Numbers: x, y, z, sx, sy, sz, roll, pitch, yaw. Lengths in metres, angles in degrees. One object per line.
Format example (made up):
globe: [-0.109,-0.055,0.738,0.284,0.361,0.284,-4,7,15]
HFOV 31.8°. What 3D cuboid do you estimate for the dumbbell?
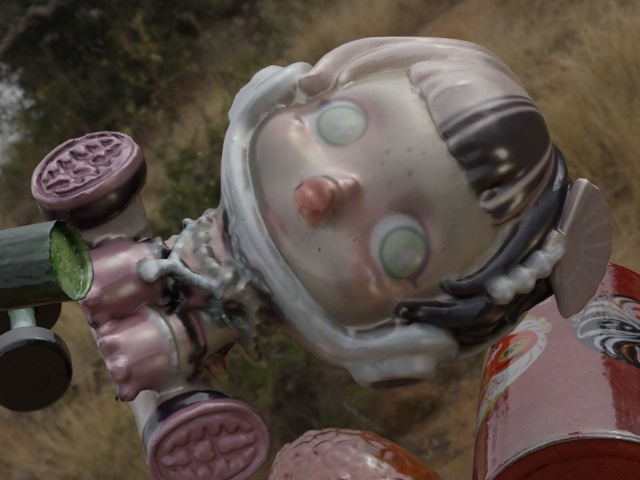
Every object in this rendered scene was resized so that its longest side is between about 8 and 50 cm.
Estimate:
dumbbell: [-0.349,0.110,1.324,0.100,0.100,0.191,-34,33,0]

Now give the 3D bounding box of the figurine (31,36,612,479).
figurine: [-0.004,-0.009,0.788,0.361,0.253,0.211,-25,2,0]

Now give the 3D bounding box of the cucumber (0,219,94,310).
cucumber: [-0.187,0.019,0.637,0.105,0.048,0.048,-9,15,6]

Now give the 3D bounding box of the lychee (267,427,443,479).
lychee: [0.050,0.347,1.261,0.255,0.255,0.300,-33,43,4]

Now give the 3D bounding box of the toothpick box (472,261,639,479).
toothpick box: [0.237,0.171,0.992,0.204,0.204,0.333,-30,13,21]
